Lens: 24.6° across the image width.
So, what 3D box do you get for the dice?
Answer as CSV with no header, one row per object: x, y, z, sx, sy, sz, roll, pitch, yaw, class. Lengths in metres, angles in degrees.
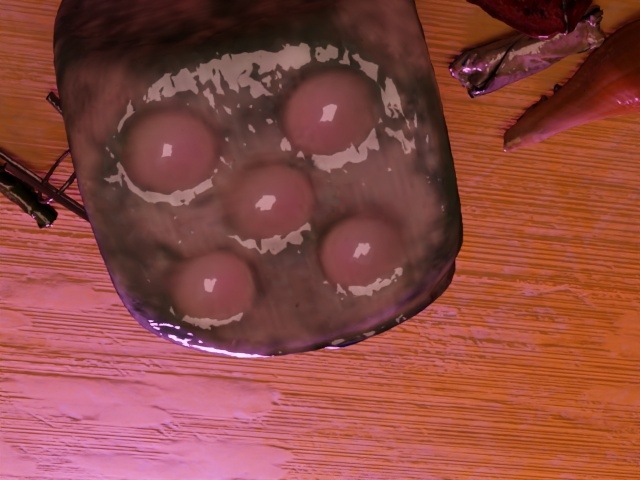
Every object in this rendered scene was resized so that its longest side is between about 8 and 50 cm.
-0.052,-0.105,1.407,0.331,0.328,0.348,-14,121,3,dice

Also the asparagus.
-0.352,-0.069,1.584,0.165,0.036,0.030,39,144,-28,asparagus

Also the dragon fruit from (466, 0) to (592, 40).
0.174,-0.363,1.393,0.205,0.152,0.316,9,118,38,dragon fruit

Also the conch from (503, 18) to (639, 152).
0.344,-0.170,1.569,0.330,0.093,0.109,-27,122,11,conch

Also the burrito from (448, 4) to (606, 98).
0.223,-0.201,1.566,0.171,0.042,0.051,-24,124,5,burrito

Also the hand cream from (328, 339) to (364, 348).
0.000,0.000,1.673,0.120,0.061,0.270,-17,121,3,hand cream

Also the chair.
-0.247,-0.046,1.579,0.104,0.095,0.221,-36,123,27,chair
